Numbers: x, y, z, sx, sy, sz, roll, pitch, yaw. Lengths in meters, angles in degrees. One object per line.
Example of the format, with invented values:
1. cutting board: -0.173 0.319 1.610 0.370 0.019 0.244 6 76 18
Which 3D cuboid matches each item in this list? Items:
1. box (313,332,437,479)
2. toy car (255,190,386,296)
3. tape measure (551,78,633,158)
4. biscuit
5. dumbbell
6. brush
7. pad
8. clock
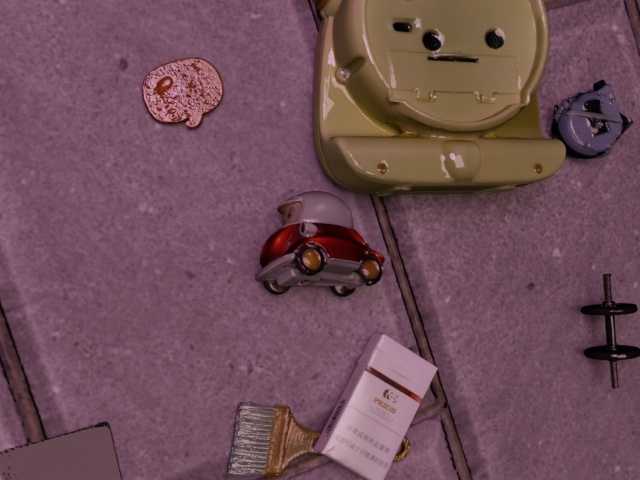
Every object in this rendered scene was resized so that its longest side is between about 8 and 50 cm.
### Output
1. box: 0.065 0.194 0.798 0.084 0.040 0.154 33 73 -9
2. toy car: 0.000 0.000 0.769 0.139 0.112 0.112 7 70 -25
3. tape measure: 0.349 -0.151 0.890 0.094 0.054 0.091 -31 90 -17
4. biscuit: -0.153 -0.164 0.770 0.091 0.015 0.078 -18 94 -15
5. dumbbell: 0.372 0.116 0.878 0.069 0.069 0.147 -4 89 -16
6. brush: 0.004 0.238 0.801 0.218 0.010 0.082 9 86 -15
7. pad: -0.259 0.299 0.722 0.116 0.004 0.193 -14 88 -16
8. clock: 0.135 -0.228 0.800 0.286 0.117 0.348 -2 89 -16
